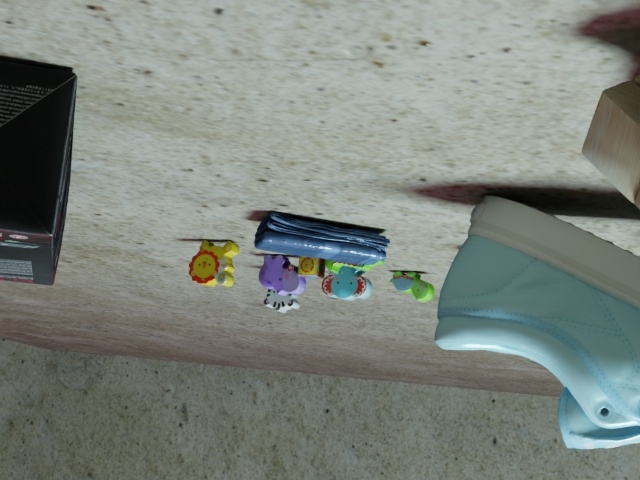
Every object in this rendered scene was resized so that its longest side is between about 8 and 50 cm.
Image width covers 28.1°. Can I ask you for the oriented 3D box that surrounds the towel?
[{"bbox_3d":[0.000,0.000,1.192,0.119,0.029,0.067,8,170,-13],"label":"towel"}]

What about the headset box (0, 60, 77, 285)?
[{"bbox_3d":[-0.286,-0.045,0.894,0.218,0.110,0.293,8,170,-11],"label":"headset box"}]

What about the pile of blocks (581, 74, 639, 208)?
[{"bbox_3d":[0.241,-0.033,0.710,0.112,0.149,0.362,51,-176,31],"label":"pile of blocks"}]

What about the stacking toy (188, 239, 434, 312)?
[{"bbox_3d":[-0.005,0.043,1.372,0.221,0.052,0.167,1,169,28],"label":"stacking toy"}]

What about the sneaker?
[{"bbox_3d":[0.253,0.105,0.948,0.366,0.150,0.135,26,179,23],"label":"sneaker"}]
